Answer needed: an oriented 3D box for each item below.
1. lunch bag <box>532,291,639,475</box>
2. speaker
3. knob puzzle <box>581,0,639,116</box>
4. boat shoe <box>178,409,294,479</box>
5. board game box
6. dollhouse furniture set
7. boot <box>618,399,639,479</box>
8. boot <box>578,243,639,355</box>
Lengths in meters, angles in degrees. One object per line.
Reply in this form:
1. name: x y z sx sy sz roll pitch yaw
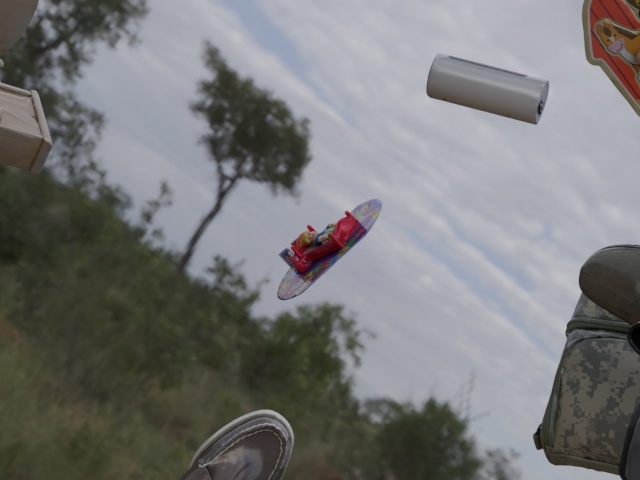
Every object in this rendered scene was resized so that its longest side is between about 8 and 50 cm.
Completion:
1. lunch bag: 0.449 0.199 1.589 0.305 0.256 0.212 9 -34 31
2. speaker: 0.196 -0.176 1.466 0.136 0.055 0.055 17 -11 18
3. knob puzzle: 0.402 -0.273 1.513 0.213 0.213 0.030 35 15 -3
4. boat shoe: -0.155 0.350 1.583 0.116 0.324 0.097 45 0 -3
5. board game box: 0.000 0.000 1.492 0.033 0.168 0.133 46 8 -13
6. dollhouse furniture set: -0.322 -0.270 1.332 0.173 0.355 0.303 15 29 -32
7. boot: 0.358 0.142 1.020 0.118 0.338 0.222 35 -17 -36
8. boot: 0.347 0.077 1.263 0.246 0.083 0.161 27 21 32
